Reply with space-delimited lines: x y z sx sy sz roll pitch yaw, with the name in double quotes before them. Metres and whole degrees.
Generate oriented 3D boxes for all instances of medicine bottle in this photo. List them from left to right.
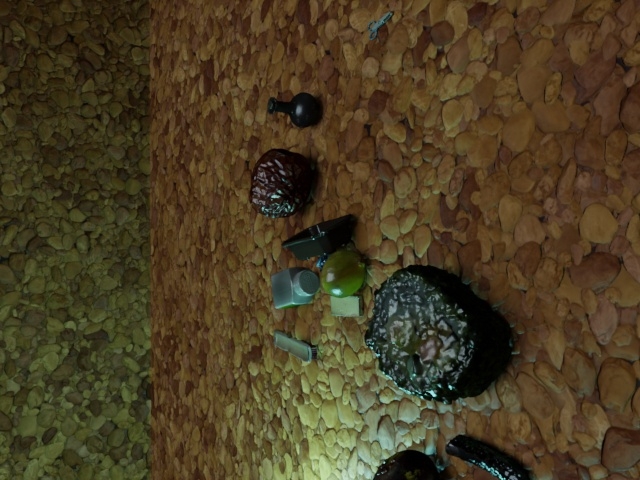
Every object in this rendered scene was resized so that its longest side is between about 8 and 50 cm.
"medicine bottle" -0.089 0.162 2.262 0.188 0.088 0.132 -22 72 54

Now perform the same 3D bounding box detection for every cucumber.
"cucumber" 0.404 0.526 1.555 0.245 0.067 0.067 7 95 54

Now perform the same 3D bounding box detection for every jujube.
"jujube" -0.140 -0.196 2.237 0.213 0.212 0.232 37 119 50

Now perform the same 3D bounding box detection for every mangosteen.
"mangosteen" 0.244 0.667 1.707 0.217 0.192 0.192 48 136 4

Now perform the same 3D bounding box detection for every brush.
"brush" -0.093 0.372 2.310 0.321 0.050 0.060 6 97 63

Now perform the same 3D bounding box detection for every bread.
"bread" 0.083 0.208 2.062 0.153 0.028 0.068 -7 84 55

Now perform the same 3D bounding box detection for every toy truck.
"toy truck" 0.017 0.075 2.146 0.090 0.056 0.073 -162 79 -68

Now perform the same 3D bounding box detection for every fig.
"fig" 0.069 0.102 1.991 0.120 0.135 0.153 23 95 44

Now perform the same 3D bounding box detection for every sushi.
"sushi" 0.276 0.239 1.612 0.352 0.178 0.294 45 116 44

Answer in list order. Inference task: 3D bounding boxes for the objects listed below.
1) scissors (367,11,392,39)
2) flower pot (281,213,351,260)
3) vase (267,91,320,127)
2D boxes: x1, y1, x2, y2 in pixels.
"scissors" 0.178 -0.654 1.949 0.119 0.014 0.058 -29 67 56
"flower pot" 0.000 0.000 2.089 0.250 0.178 0.084 -13 104 55
"vase" -0.094 -0.449 2.198 0.120 0.182 0.120 -4 86 55
